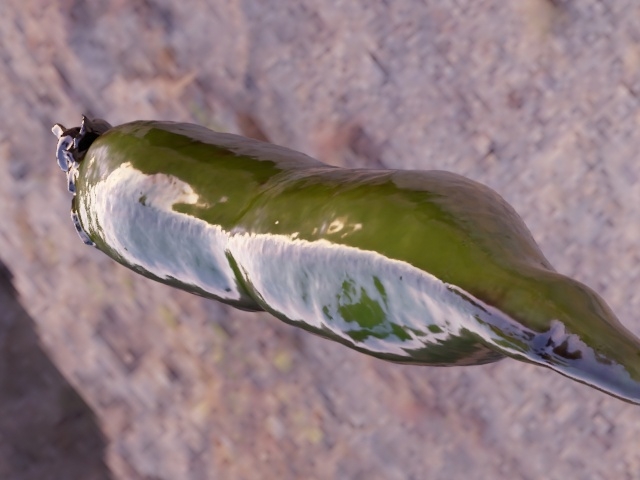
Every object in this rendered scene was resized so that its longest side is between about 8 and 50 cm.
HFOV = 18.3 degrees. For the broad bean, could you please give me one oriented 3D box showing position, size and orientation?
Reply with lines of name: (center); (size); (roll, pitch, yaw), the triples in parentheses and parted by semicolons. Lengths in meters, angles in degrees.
broad bean: (0.000, 0.000, 0.657); (0.339, 0.077, 0.061); (14, 92, 53)
